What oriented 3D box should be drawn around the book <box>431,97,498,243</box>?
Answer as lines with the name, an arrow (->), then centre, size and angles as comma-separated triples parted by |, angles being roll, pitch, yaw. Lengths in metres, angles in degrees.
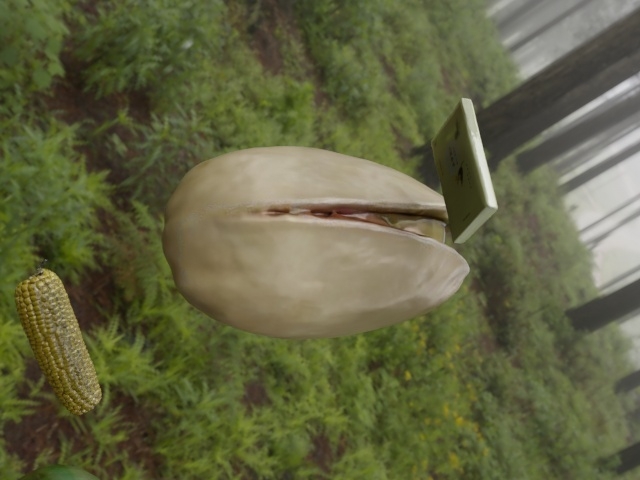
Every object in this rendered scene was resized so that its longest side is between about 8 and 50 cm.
book -> 0.128, -0.062, 0.819 | 0.014, 0.077, 0.111 | -2, 66, -18

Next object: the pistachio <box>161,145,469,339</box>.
pistachio -> 0.000, 0.000, 0.909 | 0.214, 0.318, 0.194 | 126, -38, -72

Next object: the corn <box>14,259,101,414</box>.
corn -> -0.507, 0.191, 1.722 | 0.101, 0.101, 0.310 | -61, 139, -69

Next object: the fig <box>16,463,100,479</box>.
fig -> -0.333, 0.376, 1.148 | 0.181, 0.191, 0.181 | 13, 55, -20
